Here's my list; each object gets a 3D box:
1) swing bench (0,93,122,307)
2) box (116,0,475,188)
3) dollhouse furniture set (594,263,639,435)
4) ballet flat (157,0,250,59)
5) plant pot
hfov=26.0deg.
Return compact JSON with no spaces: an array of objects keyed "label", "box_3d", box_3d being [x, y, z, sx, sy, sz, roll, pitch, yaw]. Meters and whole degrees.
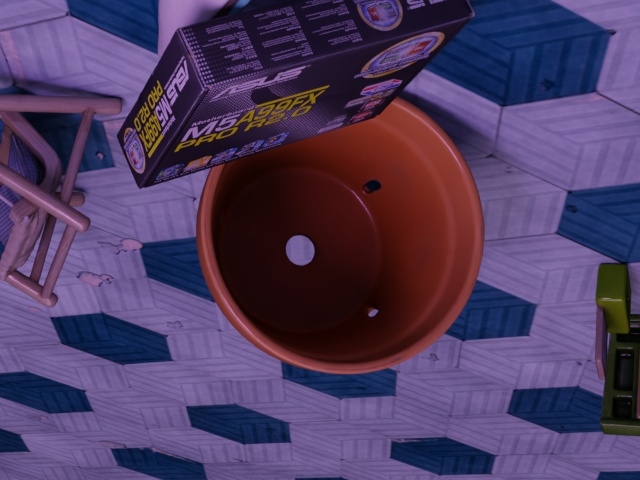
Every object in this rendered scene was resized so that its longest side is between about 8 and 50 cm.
[{"label":"swing bench","box_3d":[-0.382,-0.070,1.544,0.255,0.165,0.253,17,152,-12]},{"label":"box","box_3d":[-0.027,-0.144,1.230,0.270,0.060,0.216,-19,169,-28]},{"label":"dollhouse furniture set","box_3d":[0.486,0.135,1.659,0.302,0.151,0.197,1,151,17]},{"label":"ballet flat","box_3d":[-0.045,-0.284,1.094,0.139,0.139,0.400,25,145,-27]},{"label":"plant pot","box_3d":[0.000,0.000,1.457,0.291,0.290,0.203,16,168,-13]}]
